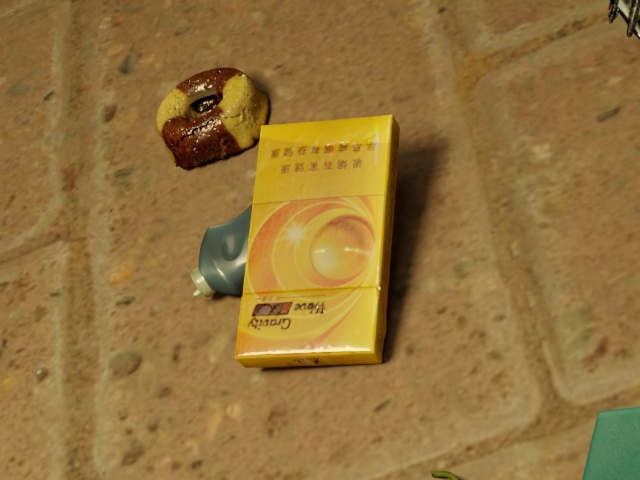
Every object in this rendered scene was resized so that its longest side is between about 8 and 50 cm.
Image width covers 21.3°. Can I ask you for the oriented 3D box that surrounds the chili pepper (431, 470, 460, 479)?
[{"bbox_3d":[0.116,0.263,1.474,0.073,0.072,0.204,-5,45,16],"label":"chili pepper"}]

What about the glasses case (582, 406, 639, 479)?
[{"bbox_3d":[0.258,0.274,1.382,0.117,0.070,0.301,-11,47,39],"label":"glasses case"}]

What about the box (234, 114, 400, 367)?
[{"bbox_3d":[0.000,0.000,1.758,0.152,0.043,0.269,-3,65,20],"label":"box"}]

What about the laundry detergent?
[{"bbox_3d":[-0.057,-0.005,1.842,0.206,0.061,0.097,-35,54,0],"label":"laundry detergent"}]

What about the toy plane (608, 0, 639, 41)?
[{"bbox_3d":[0.362,-0.208,1.755,0.169,0.078,0.246,13,58,7],"label":"toy plane"}]

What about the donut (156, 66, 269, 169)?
[{"bbox_3d":[-0.130,-0.149,2.026,0.140,0.059,0.140,-17,41,16],"label":"donut"}]
